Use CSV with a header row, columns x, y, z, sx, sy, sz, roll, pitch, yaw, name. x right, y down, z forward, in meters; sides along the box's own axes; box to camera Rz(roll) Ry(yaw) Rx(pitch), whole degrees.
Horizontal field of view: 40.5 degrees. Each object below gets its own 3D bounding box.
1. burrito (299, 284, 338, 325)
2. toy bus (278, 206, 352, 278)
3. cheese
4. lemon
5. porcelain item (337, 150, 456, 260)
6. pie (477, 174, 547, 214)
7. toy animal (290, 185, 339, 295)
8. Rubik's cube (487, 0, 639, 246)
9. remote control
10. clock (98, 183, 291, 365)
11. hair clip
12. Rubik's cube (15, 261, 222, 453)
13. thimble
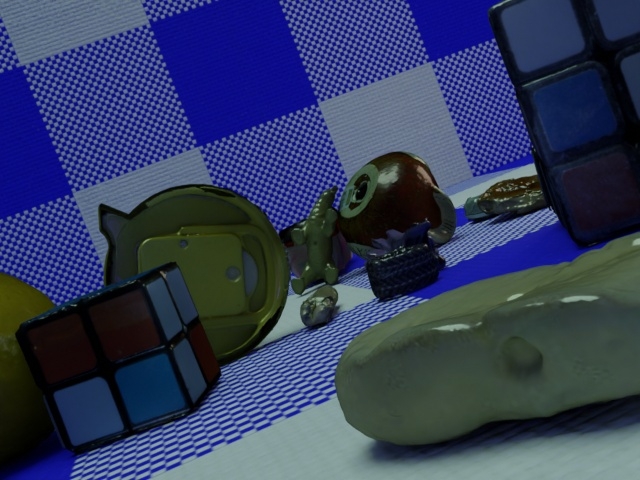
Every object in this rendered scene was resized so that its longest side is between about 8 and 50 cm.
x,y,z,sx,sy,sz,roll,pitch,yaw,name
-0.001,0.102,1.389,0.058,0.045,0.188,-14,3,6,burrito
-0.004,0.007,1.997,0.128,0.147,0.303,-21,2,9,toy bus
0.135,0.077,0.620,0.263,0.093,0.159,-20,0,35,cheese
-0.478,0.178,1.196,0.297,0.297,0.297,-21,4,1,lemon
0.166,-0.055,1.801,0.253,0.252,0.253,-21,4,1,porcelain item
0.421,-0.097,1.769,0.195,0.046,0.195,-13,14,3,pie
0.000,0.000,1.788,0.103,0.218,0.101,3,14,17,toy animal
0.457,-0.230,1.226,0.362,0.363,0.359,-16,9,16,Rubik's cube
0.420,-0.099,1.940,0.247,0.052,0.104,-22,8,-35,remote control
-0.193,0.054,1.319,0.294,0.277,0.071,3,-7,-19,clock
0.144,0.021,1.516,0.137,0.090,0.278,-17,-1,-6,hair clip
-0.253,0.146,1.117,0.183,0.180,0.167,-23,4,9,Rubik's cube
0.125,0.047,1.340,0.104,0.066,0.095,-19,4,-19,thimble
